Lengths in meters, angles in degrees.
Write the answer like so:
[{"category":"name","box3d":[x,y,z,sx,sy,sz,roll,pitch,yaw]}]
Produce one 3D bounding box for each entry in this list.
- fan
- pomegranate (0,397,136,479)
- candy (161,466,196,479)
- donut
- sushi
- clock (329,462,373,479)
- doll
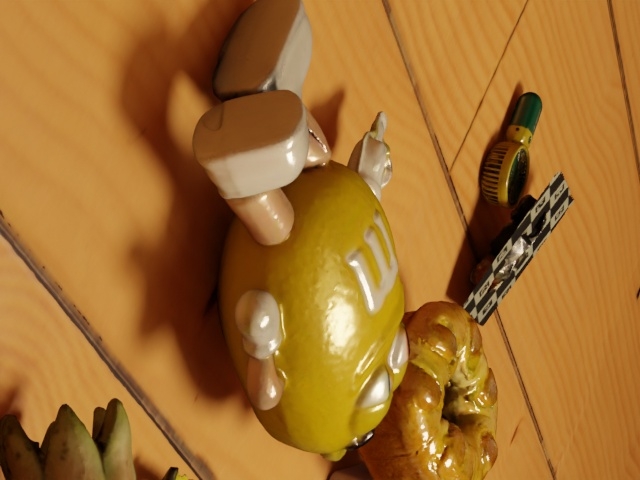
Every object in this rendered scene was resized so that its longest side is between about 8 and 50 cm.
[{"category":"fan","box3d":[0.241,-0.115,2.063,0.155,0.039,0.082,-69,154,-17]},{"category":"pomegranate","box3d":[-0.197,0.302,1.199,0.310,0.216,0.358,16,59,-65]},{"category":"candy","box3d":[-0.147,0.360,1.457,0.297,0.081,0.187,-68,156,-16]},{"category":"donut","box3d":[0.117,0.181,1.816,0.226,0.114,0.226,32,52,-55]},{"category":"sushi","box3d":[0.238,0.003,2.099,0.210,0.040,0.193,-54,162,-1]},{"category":"clock","box3d":[0.047,0.356,1.888,0.150,0.063,0.197,-1,105,-65]},{"category":"doll","box3d":[-0.013,-0.007,1.460,0.423,0.161,0.348,46,52,-62]}]
